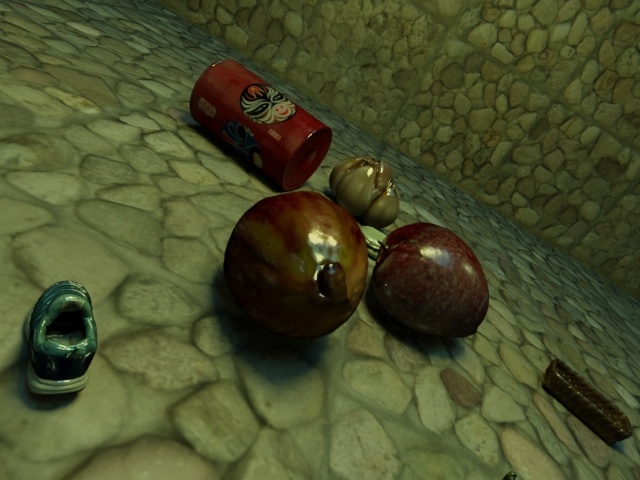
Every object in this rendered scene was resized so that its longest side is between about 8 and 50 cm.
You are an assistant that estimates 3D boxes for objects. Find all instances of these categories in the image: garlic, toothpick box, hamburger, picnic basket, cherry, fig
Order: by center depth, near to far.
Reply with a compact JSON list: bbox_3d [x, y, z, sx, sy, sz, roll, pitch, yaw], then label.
[{"bbox_3d":[-0.032,0.036,0.622,0.224,0.223,0.263,27,30,-12],"label":"fig"},{"bbox_3d":[0.227,0.084,0.836,0.300,0.203,0.230,44,22,-10],"label":"cherry"},{"bbox_3d":[0.596,0.361,0.920,0.193,0.054,0.110,42,26,21],"label":"picnic basket"},{"bbox_3d":[0.134,0.007,1.038,0.121,0.054,0.084,41,31,23],"label":"hamburger"},{"bbox_3d":[-0.158,-0.308,1.091,0.333,0.204,0.204,39,26,13],"label":"toothpick box"},{"bbox_3d":[0.119,-0.138,1.166,0.160,0.191,0.213,-7,52,-18],"label":"garlic"}]

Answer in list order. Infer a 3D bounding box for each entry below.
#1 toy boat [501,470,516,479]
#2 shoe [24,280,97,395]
[{"bbox_3d":[0.337,0.383,0.562,0.186,0.077,0.075,29,25,-8],"label":"toy boat"},{"bbox_3d":[-0.264,0.087,0.420,0.064,0.071,0.143,13,27,-36],"label":"shoe"}]
